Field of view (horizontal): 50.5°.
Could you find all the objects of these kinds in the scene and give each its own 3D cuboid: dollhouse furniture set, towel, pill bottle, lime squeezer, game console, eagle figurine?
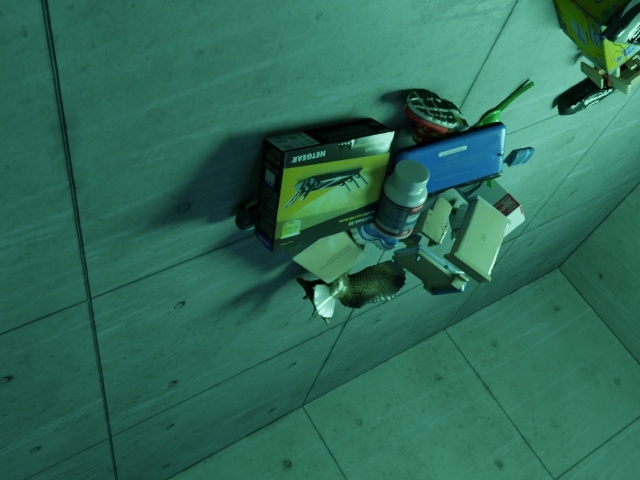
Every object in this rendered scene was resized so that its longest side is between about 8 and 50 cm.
[{"bbox_3d":[0.332,-0.007,1.944,0.303,0.286,0.198,-20,-140,59],"label":"dollhouse furniture set"},{"bbox_3d":[0.671,-0.280,2.275,0.120,0.029,0.067,-13,149,-41],"label":"towel"},{"bbox_3d":[0.193,-0.098,1.612,0.108,0.108,0.180,-21,147,-29],"label":"pill bottle"},{"bbox_3d":[0.481,-0.308,1.877,0.059,0.110,0.310,20,93,-44],"label":"lime squeezer"},{"bbox_3d":[0.856,-0.544,1.921,0.262,0.135,0.259,-35,146,1],"label":"dollhouse furniture set"},{"bbox_3d":[0.302,-0.211,1.748,0.293,0.173,0.250,-17,138,-7],"label":"game console"},{"bbox_3d":[0.085,0.099,2.028,0.298,0.225,0.226,-29,153,10],"label":"eagle figurine"}]

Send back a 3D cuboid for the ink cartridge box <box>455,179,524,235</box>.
[{"bbox_3d":[0.497,-0.136,2.053,0.100,0.237,0.172,-41,157,7],"label":"ink cartridge box"}]

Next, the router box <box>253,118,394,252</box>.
[{"bbox_3d":[0.008,-0.126,1.502,0.309,0.081,0.242,-17,131,-36],"label":"router box"}]

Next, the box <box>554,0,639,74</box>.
[{"bbox_3d":[0.694,-0.574,1.523,0.279,0.177,0.290,-42,157,15],"label":"box"}]

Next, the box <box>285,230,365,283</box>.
[{"bbox_3d":[0.000,0.000,1.791,0.148,0.121,0.311,-37,157,7],"label":"box"}]

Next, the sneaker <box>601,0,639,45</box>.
[{"bbox_3d":[0.684,-0.442,1.397,0.272,0.108,0.100,-16,153,-34],"label":"sneaker"}]

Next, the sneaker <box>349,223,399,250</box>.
[{"bbox_3d":[0.197,-0.054,1.893,0.147,0.129,0.330,-26,169,24],"label":"sneaker"}]

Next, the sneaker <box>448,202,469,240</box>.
[{"bbox_3d":[0.511,-0.075,2.246,0.110,0.118,0.292,-16,179,-25],"label":"sneaker"}]

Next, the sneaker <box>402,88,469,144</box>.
[{"bbox_3d":[0.264,-0.276,1.630,0.118,0.107,0.279,-39,157,25],"label":"sneaker"}]

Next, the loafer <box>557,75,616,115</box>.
[{"bbox_3d":[0.830,-0.454,2.092,0.223,0.076,0.078,-28,163,-3],"label":"loafer"}]

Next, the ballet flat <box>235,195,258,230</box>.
[{"bbox_3d":[-0.103,-0.081,1.564,0.203,0.074,0.074,-18,153,-23],"label":"ballet flat"}]
